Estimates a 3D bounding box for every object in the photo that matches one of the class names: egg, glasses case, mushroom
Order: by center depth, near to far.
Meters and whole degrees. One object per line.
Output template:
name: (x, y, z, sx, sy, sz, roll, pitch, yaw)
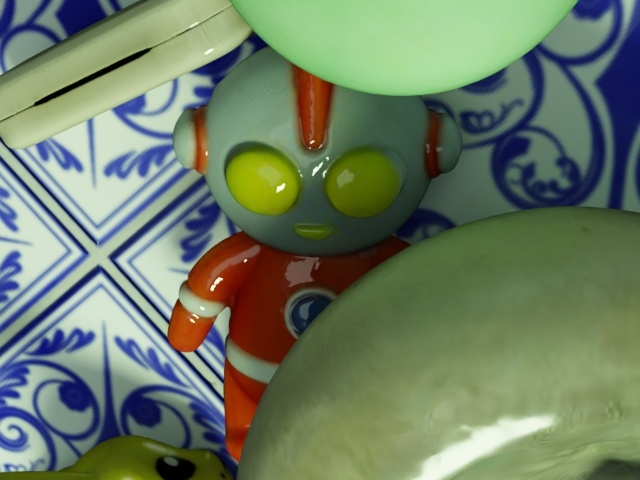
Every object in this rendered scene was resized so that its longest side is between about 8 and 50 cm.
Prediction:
egg: (0.041, -0.204, 0.662, 0.220, 0.220, 0.270, 9, 106, 17)
mushroom: (0.134, 0.162, 0.749, 0.362, 0.295, 0.362, -3, 125, -5)
glasses case: (-0.124, -0.114, 0.853, 0.196, 0.083, 0.050, -20, 109, 30)

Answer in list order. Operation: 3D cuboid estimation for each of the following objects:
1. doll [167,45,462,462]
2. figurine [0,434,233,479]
doll: (0.000, 0.000, 0.849, 0.199, 0.105, 0.337, 4, 119, 4)
figurine: (-0.099, 0.254, 0.991, 0.169, 0.218, 0.327, -42, 89, -9)
